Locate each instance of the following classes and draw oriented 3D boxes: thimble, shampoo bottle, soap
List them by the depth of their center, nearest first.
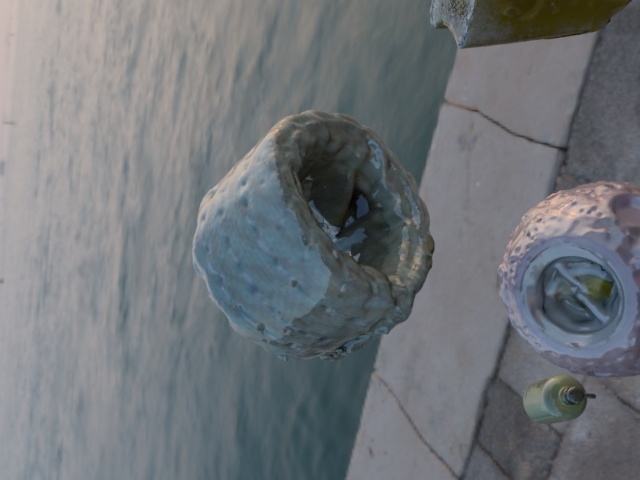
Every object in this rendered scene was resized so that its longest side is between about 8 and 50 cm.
[{"bbox_3d":[0.249,-0.294,0.777,0.160,0.257,0.080,98,150,-41],"label":"soap"},{"bbox_3d":[0.000,0.000,0.949,0.195,0.291,0.292,-38,50,41],"label":"thimble"},{"bbox_3d":[0.412,0.274,1.307,0.162,0.079,0.079,103,165,-73],"label":"shampoo bottle"}]

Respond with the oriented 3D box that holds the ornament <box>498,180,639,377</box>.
[{"bbox_3d":[0.370,0.047,0.979,0.259,0.225,0.260,11,107,37],"label":"ornament"}]
